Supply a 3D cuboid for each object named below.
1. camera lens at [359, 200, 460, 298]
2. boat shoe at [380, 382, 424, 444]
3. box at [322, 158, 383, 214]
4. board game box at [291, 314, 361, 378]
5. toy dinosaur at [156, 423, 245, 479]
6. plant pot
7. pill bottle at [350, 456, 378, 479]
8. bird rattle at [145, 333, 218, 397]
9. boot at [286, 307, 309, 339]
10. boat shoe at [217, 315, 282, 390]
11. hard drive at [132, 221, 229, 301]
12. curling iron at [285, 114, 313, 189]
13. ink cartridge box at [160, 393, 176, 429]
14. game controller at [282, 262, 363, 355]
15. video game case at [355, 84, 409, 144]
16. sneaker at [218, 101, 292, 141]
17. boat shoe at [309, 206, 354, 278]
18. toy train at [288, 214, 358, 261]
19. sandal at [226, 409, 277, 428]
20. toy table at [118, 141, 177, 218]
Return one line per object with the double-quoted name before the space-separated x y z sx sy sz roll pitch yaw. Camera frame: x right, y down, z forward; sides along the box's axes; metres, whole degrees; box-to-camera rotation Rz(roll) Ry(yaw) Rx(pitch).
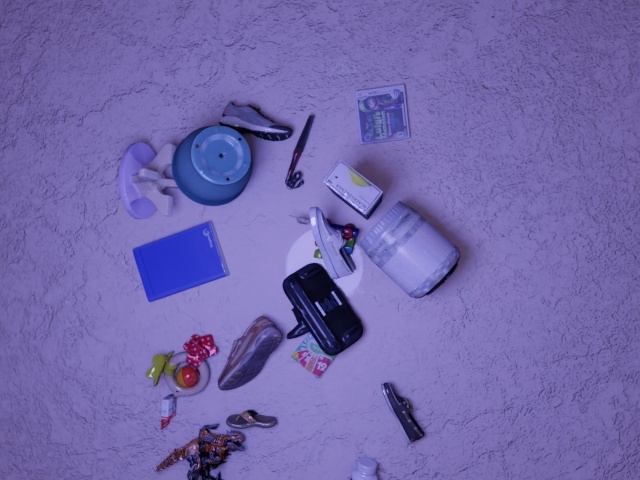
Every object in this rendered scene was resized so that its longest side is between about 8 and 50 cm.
"camera lens" 0.292 0.034 1.397 0.274 0.219 0.219 43 95 6
"boat shoe" 0.278 0.579 1.468 0.069 0.081 0.227 -26 93 4
"box" 0.112 -0.155 1.387 0.169 0.290 0.087 39 95 7
"board game box" 0.022 0.349 1.526 0.124 0.039 0.259 38 92 7
"toy dinosaur" -0.423 0.786 1.548 0.322 0.164 0.218 -23 71 25
"plant pot" -0.341 -0.257 1.419 0.272 0.255 0.271 0 90 -22
"pill bottle" 0.145 0.842 1.472 0.094 0.094 0.169 10 91 8
"bird rattle" -0.486 0.461 1.572 0.254 0.143 0.206 -20 99 -6
"boot" -0.078 0.285 1.523 0.121 0.045 0.099 -26 69 10
"boat shoe" -0.262 0.403 1.534 0.324 0.123 0.116 -49 50 13
"hard drive" -0.519 0.080 1.596 0.319 0.040 0.210 -19 87 7
"curling iron" -0.068 -0.313 1.541 0.068 0.035 0.273 15 92 3
"ink cartridge box" -0.558 0.632 1.585 0.029 0.063 0.115 3 90 10
"game controller" 0.009 0.231 1.485 0.167 0.067 0.319 -29 77 -26
"video game case" 0.217 -0.441 1.510 0.173 0.022 0.190 -6 89 8
"sneaker" -0.227 -0.426 1.534 0.272 0.100 0.107 17 87 8
"boat shoe" 0.039 0.006 1.397 0.088 0.096 0.267 -15 110 14
"toy train" 0.000 0.000 1.504 0.248 0.105 0.143 11 104 8
"sandal" -0.246 0.634 1.538 0.180 0.072 0.049 1 100 2
"toy table" -0.588 -0.215 1.520 0.161 0.252 0.274 -1 97 23
